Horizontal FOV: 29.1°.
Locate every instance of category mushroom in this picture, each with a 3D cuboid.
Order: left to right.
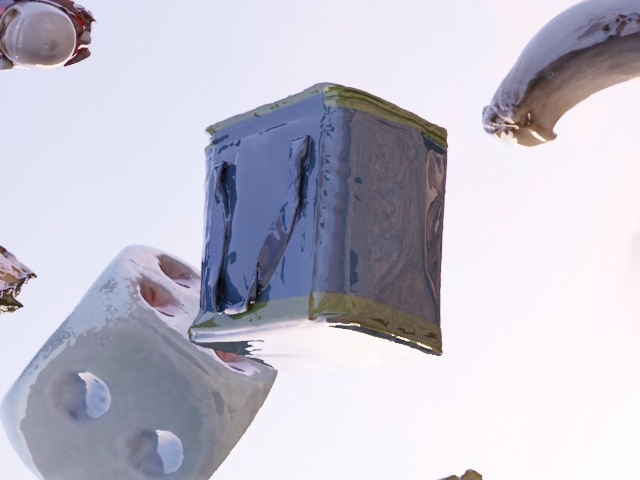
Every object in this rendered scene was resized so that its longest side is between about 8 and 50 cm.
[{"bbox_3d":[0.384,-0.240,1.592,0.177,0.397,0.126,67,-155,-15],"label":"mushroom"}]

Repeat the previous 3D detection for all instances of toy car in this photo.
[{"bbox_3d":[-0.338,-0.251,1.502,0.139,0.112,0.112,5,-70,-26],"label":"toy car"}]

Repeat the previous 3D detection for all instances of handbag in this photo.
[{"bbox_3d":[0.000,0.000,1.255,0.222,0.263,0.241,20,-112,-39],"label":"handbag"}]

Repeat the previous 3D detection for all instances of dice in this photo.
[{"bbox_3d":[-0.230,0.184,1.590,0.265,0.262,0.268,-50,8,16],"label":"dice"}]

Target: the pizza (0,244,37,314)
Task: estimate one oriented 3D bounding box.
[{"bbox_3d":[-0.514,0.005,1.456,0.080,0.435,0.392,-51,-29,16],"label":"pizza"}]

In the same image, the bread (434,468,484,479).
[{"bbox_3d":[0.107,0.342,1.213,0.222,0.181,0.096,-24,-34,-17],"label":"bread"}]
